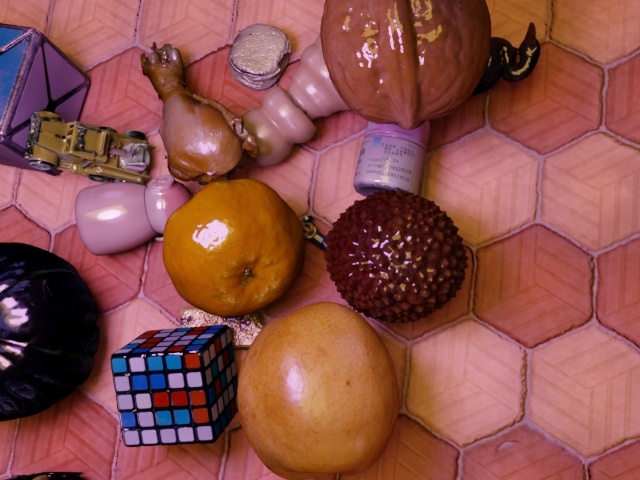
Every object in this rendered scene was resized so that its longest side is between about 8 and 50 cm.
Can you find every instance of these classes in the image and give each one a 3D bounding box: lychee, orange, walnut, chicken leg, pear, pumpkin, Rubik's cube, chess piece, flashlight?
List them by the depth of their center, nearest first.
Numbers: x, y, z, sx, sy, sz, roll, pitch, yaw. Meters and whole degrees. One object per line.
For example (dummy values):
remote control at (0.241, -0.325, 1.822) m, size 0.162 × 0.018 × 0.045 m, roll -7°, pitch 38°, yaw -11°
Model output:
pear at (-0.008, 0.275, 1.452) m, size 0.315 × 0.314 × 0.314 m, roll -2°, pitch 77°, yaw 10°
walnut at (0.153, -0.361, 1.458) m, size 0.333 × 0.333 × 0.332 m, roll -2°, pitch 77°, yaw 10°
lychee at (0.138, 0.035, 1.491) m, size 0.268 × 0.267 × 0.267 m, roll -2°, pitch 77°, yaw 10°
Rubik's cube at (-0.269, 0.272, 1.535) m, size 0.187 × 0.184 × 0.182 m, roll -5°, pitch 98°, yaw 9°
orange at (-0.169, 0.012, 1.559) m, size 0.279 × 0.279 × 0.235 m, roll -34°, pitch 38°, yaw 2°
pumpkin at (-0.628, 0.180, 1.608) m, size 0.364 × 0.266 × 0.363 m, roll -1°, pitch 82°, yaw 10°
flashlight at (0.000, 0.000, 1.646) m, size 0.121 × 0.035 × 0.057 m, roll 38°, pitch 86°, yaw 17°
chess piece at (-0.043, -0.274, 1.670) m, size 0.300 × 0.167 × 0.167 m, roll -42°, pitch 73°, yaw 6°
chicken leg at (-0.277, -0.270, 1.676) m, size 0.429 × 0.153 × 0.201 m, roll 59°, pitch 135°, yaw 36°
Rubik's cube at (-0.688, -0.306, 1.736) m, size 0.260 × 0.255 × 0.259 m, roll 8°, pitch 79°, yaw 14°

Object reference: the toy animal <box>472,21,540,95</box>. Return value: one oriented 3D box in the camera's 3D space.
toy animal at (0.287, -0.376, 1.633) m, size 0.299 × 0.122 × 0.185 m, roll -14°, pitch 75°, yaw 9°

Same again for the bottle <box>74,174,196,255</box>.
bottle at (-0.373, -0.059, 1.677) m, size 0.237 × 0.147 × 0.147 m, roll -11°, pitch 75°, yaw 5°

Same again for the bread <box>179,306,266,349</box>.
bread at (-0.174, 0.178, 1.631) m, size 0.226 × 0.049 × 0.087 m, roll -1°, pitch 77°, yaw 10°

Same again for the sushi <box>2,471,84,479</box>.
sushi at (-0.602, 0.597, 1.496) m, size 0.329 × 0.285 × 0.327 m, roll 0°, pitch 77°, yaw 12°

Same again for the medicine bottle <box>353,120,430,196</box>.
medicine bottle at (0.144, -0.167, 1.607) m, size 0.135 × 0.135 × 0.168 m, roll 12°, pitch 80°, yaw 13°

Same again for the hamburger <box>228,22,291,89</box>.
hamburger at (-0.135, -0.402, 1.753) m, size 0.133 × 0.062 × 0.140 m, roll 35°, pitch 83°, yaw 15°

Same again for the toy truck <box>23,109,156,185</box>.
toy truck at (-0.468, -0.197, 1.673) m, size 0.260 × 0.135 × 0.128 m, roll 13°, pitch 76°, yaw -29°
